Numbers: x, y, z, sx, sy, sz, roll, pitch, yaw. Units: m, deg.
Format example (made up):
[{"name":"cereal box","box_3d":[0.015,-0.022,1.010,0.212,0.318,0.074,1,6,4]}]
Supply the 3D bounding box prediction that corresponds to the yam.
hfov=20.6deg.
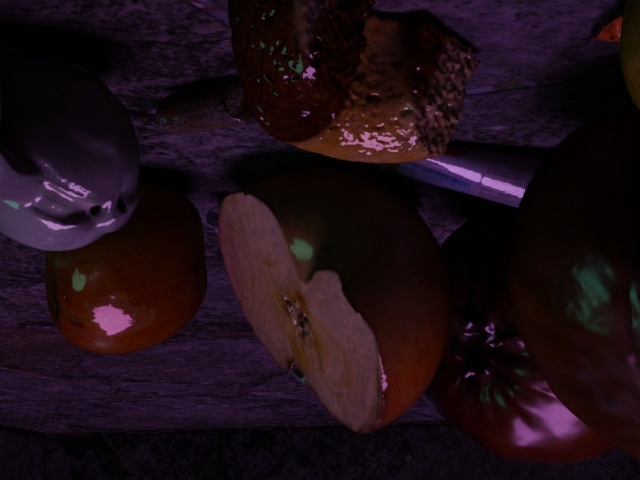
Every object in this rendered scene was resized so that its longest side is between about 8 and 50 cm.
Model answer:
[{"name":"yam","box_3d":[-0.103,-0.120,1.596,0.094,0.043,0.043,-6,164,38]}]

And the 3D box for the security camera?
[{"name":"security camera","box_3d":[-0.273,-0.085,1.461,0.277,0.197,0.191,11,-155,-41]}]

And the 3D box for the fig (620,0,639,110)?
[{"name":"fig","box_3d":[0.283,-0.139,1.259,0.120,0.136,0.153,35,157,42]}]

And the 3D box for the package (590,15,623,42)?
[{"name":"package","box_3d":[0.256,-0.161,1.372,0.077,0.033,0.111,-6,172,-4]}]

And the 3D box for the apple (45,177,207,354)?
[{"name":"apple","box_3d":[-0.210,0.024,1.915,0.196,0.196,0.196,2,167,1]}]

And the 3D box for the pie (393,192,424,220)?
[{"name":"pie","box_3d":[0.049,-0.032,1.950,0.170,0.034,0.092,-1,165,37]}]

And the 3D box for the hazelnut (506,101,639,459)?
[{"name":"hazelnut","box_3d":[0.367,0.043,1.534,0.409,0.359,0.359,26,159,-21]}]

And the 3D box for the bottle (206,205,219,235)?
[{"name":"bottle","box_3d":[-0.083,-0.003,2.059,0.060,0.060,0.217,-2,165,17]}]

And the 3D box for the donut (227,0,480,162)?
[{"name":"donut","box_3d":[-0.001,-0.132,1.376,0.151,0.112,0.295,-7,162,28]}]

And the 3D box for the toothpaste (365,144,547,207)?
[{"name":"toothpaste","box_3d":[0.160,-0.066,1.763,0.234,0.057,0.089,9,165,-1]}]

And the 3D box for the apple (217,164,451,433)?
[{"name":"apple","box_3d":[0.038,0.045,1.851,0.163,0.293,0.251,-28,145,-22]}]

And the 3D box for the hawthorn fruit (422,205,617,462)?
[{"name":"hawthorn fruit","box_3d":[0.263,0.093,1.941,0.308,0.308,0.324,-6,-166,32]}]
